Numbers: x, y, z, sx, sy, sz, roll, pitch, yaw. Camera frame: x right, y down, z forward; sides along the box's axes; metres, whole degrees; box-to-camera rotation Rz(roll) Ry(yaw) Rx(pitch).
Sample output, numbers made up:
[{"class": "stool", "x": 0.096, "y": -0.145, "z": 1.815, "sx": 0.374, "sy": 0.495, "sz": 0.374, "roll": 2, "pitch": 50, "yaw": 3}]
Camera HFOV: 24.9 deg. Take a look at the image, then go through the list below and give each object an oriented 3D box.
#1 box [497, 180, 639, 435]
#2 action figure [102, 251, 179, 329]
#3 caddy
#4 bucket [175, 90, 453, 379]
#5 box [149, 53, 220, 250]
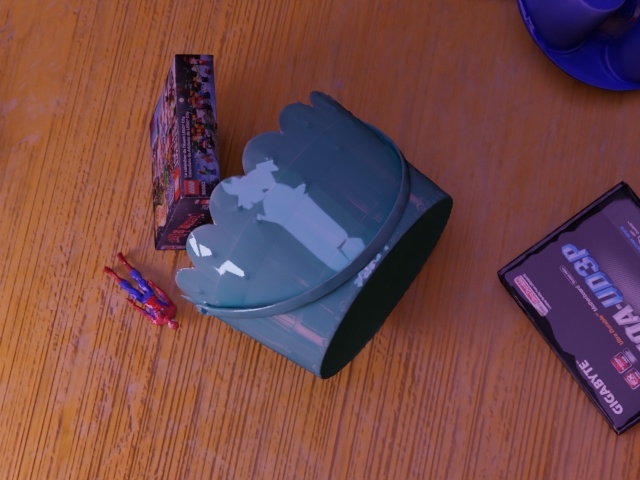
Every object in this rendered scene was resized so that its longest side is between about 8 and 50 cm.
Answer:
[{"class": "box", "x": 0.326, "y": 0.073, "z": 1.572, "sx": 0.175, "sy": 0.051, "sz": 0.220, "roll": -36, "pitch": 74, "yaw": 2}, {"class": "action figure", "x": -0.206, "y": 0.064, "z": 1.692, "sx": 0.115, "sy": 0.030, "sz": 0.038, "roll": 43, "pitch": 84, "yaw": 14}, {"class": "caddy", "x": 0.357, "y": -0.335, "z": 1.595, "sx": 0.241, "sy": 0.179, "sz": 0.341, "roll": 22, "pitch": 82, "yaw": -8}, {"class": "bucket", "x": 0.000, "y": 0.000, "z": 1.549, "sx": 0.183, "sy": 0.281, "sz": 0.281, "roll": 35, "pitch": 86, "yaw": 13}, {"class": "box", "x": -0.153, "y": -0.092, "z": 1.610, "sx": 0.044, "sy": 0.233, "sz": 0.159, "roll": 0, "pitch": 76, "yaw": -13}]
